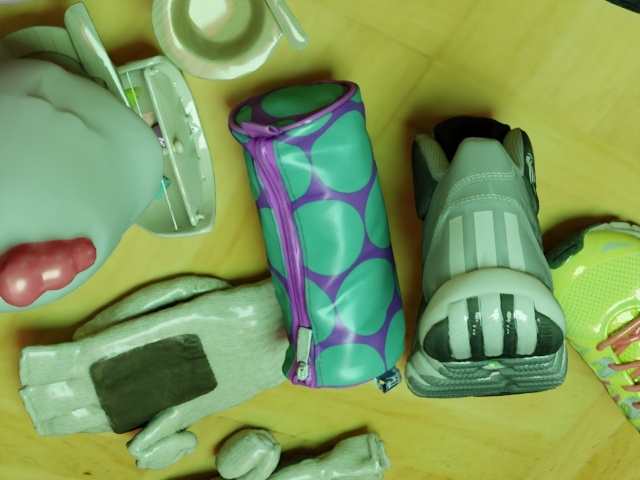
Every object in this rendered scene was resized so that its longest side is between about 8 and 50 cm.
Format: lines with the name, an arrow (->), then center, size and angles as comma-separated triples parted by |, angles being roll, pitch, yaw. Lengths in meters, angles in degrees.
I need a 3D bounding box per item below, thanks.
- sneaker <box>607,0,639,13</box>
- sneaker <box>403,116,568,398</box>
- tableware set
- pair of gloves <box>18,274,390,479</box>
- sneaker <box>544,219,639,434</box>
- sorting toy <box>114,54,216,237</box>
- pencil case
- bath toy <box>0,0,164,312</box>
sneaker -> 0.216, -0.143, 0.565 | 0.235, 0.084, 0.097 | 10, 99, -25
sneaker -> 0.085, 0.007, 0.621 | 0.086, 0.132, 0.228 | -3, 164, 1
tableware set -> -0.092, -0.109, 0.489 | 0.169, 0.020, 0.141 | -26, 110, 5
pair of gloves -> -0.057, 0.120, 0.689 | 0.204, 0.042, 0.240 | -11, 130, -10
sneaker -> 0.197, 0.069, 0.695 | 0.081, 0.094, 0.208 | -37, 127, 14
sorting toy -> -0.093, -0.042, 0.554 | 0.075, 0.045, 0.083 | -12, 110, 10
pencil case -> 0.000, 0.000, 0.580 | 0.065, 0.070, 0.151 | 6, 120, 34
bath toy -> -0.140, -0.117, 0.387 | 0.151, 0.129, 0.348 | -14, 119, -7
